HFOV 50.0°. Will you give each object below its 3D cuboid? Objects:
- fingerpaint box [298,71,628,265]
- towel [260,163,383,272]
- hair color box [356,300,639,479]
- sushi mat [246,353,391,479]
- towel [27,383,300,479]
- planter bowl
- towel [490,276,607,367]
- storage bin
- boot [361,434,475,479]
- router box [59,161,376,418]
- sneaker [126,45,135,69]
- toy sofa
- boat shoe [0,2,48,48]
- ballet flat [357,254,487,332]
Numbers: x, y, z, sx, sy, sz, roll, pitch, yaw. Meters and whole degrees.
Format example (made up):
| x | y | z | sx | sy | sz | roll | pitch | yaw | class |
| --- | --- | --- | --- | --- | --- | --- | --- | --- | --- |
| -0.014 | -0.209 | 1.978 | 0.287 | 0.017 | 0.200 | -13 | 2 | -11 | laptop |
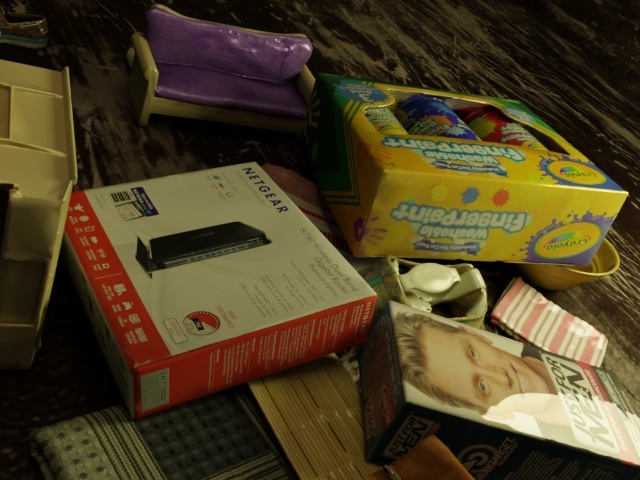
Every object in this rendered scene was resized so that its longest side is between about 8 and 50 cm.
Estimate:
| x | y | z | sx | sy | sz | roll | pitch | yaw | class |
| --- | --- | --- | --- | --- | --- | --- | --- | --- | --- |
| 0.227 | -0.131 | 1.203 | 0.444 | 0.163 | 0.371 | 3 | 34 | -19 | fingerpaint box |
| 0.000 | 0.000 | 1.097 | 0.237 | 0.037 | 0.329 | 20 | 32 | -13 | towel |
| 0.226 | 0.211 | 0.849 | 0.347 | 0.105 | 0.174 | 18 | 32 | -14 | hair color box |
| 0.005 | 0.210 | 0.804 | 0.151 | 0.019 | 0.316 | -3 | 41 | -37 | sushi mat |
| -0.092 | 0.283 | 0.704 | 0.312 | 0.056 | 0.324 | -8 | 44 | -42 | towel |
| 0.435 | 0.031 | 1.288 | 0.217 | 0.090 | 0.217 | 12 | 32 | -8 | planter bowl |
| 0.392 | 0.150 | 1.168 | 0.197 | 0.029 | 0.144 | 34 | 37 | 13 | towel |
| -0.359 | -0.033 | 0.764 | 0.123 | 0.262 | 0.260 | 7 | 38 | -27 | storage bin |
| 0.094 | 0.313 | 0.588 | 0.264 | 0.096 | 0.280 | -29 | 43 | -25 | boot |
| -0.147 | 0.034 | 0.872 | 0.301 | 0.082 | 0.335 | -14 | 41 | -29 | router box |
| -0.273 | -0.357 | 1.399 | 0.235 | 0.090 | 0.095 | 6 | 25 | -28 | sneaker |
| -0.172 | -0.308 | 1.309 | 0.362 | 0.177 | 0.150 | 4 | 39 | -28 | toy sofa |
| -0.605 | -0.410 | 1.281 | 0.183 | 0.066 | 0.066 | -1 | 42 | -31 | boat shoe |
| 0.172 | 0.077 | 0.997 | 0.348 | 0.123 | 0.123 | 6 | 37 | -47 | ballet flat |
